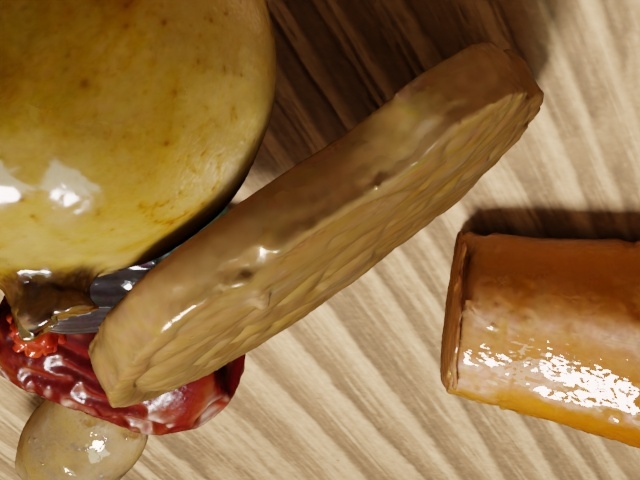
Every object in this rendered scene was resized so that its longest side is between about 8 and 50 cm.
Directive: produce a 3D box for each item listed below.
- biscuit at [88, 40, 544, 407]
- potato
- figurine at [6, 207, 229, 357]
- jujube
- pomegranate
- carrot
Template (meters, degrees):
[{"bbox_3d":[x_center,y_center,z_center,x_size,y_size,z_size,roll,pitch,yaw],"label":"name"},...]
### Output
[{"bbox_3d":[0.001,0.002,1.219,0.365,0.062,0.385,-36,174,0],"label":"biscuit"},{"bbox_3d":[-0.254,0.215,1.905,0.109,0.118,0.178,-17,161,-48],"label":"potato"},{"bbox_3d":[-0.148,0.032,1.502,0.246,0.138,0.110,0,-178,7],"label":"figurine"},{"bbox_3d":[-0.185,0.093,1.617,0.230,0.155,0.155,13,154,8],"label":"jujube"},{"bbox_3d":[-0.171,-0.111,1.082,0.307,0.307,0.307,5,153,2],"label":"pomegranate"},{"bbox_3d":[0.230,0.073,1.461,0.254,0.196,0.196,11,153,0],"label":"carrot"}]
